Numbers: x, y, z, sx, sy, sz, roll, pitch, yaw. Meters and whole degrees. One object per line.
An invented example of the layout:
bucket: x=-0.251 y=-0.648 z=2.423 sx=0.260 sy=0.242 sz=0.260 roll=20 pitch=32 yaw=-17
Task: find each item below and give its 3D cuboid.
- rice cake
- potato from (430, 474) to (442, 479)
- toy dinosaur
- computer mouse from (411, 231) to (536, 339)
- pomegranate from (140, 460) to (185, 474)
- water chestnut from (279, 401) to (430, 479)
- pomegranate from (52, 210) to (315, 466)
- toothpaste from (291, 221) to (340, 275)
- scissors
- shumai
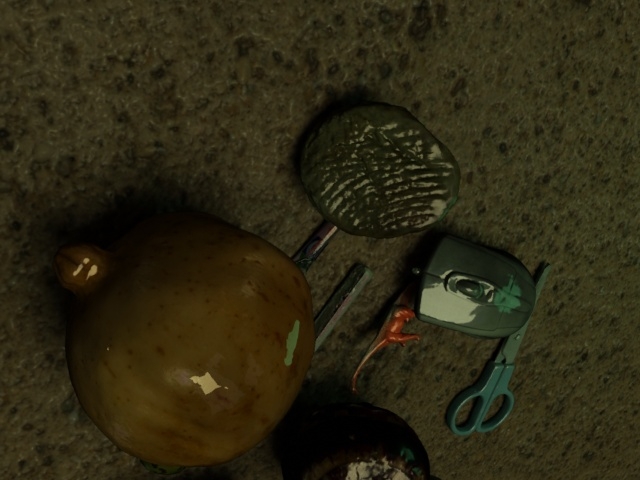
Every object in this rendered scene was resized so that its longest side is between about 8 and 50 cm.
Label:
rice cake: x=0.025 y=0.131 z=1.690 sx=0.208 sy=0.033 sz=0.033 roll=-54 pitch=142 yaw=7
potato: x=0.162 y=0.626 z=1.965 sx=0.326 sy=0.221 sz=0.243 roll=-6 pitch=123 yaw=-26
toy dinosaur: x=0.140 y=0.182 z=1.775 sx=0.101 sy=0.055 sz=0.280 roll=23 pitch=88 yaw=-33
computer mouse: x=0.319 y=0.101 z=1.793 sx=0.371 sy=0.122 sz=0.188 roll=17 pitch=89 yaw=-40
pomegranate: x=-0.281 y=0.339 z=1.572 sx=0.161 sy=0.122 sz=0.122 roll=19 pitch=110 yaw=-1
water chestnut: x=0.067 y=0.426 z=1.774 sx=0.300 sy=0.300 sz=0.300 roll=-17 pitch=126 yaw=-25
pomegranate: x=-0.210 y=0.126 z=1.315 sx=0.410 sy=0.410 sz=0.410 roll=-17 pitch=126 yaw=-25
toothpaste: x=0.000 y=0.000 z=1.596 sx=0.045 sy=0.028 sz=0.170 roll=37 pitch=97 yaw=-32
scissors: x=0.419 y=0.246 z=2.031 sx=0.192 sy=0.029 sz=0.447 roll=5 pitch=115 yaw=-36
shumai: x=0.095 y=-0.113 z=1.540 sx=0.272 sy=0.203 sz=0.222 roll=35 pitch=94 yaw=-7
